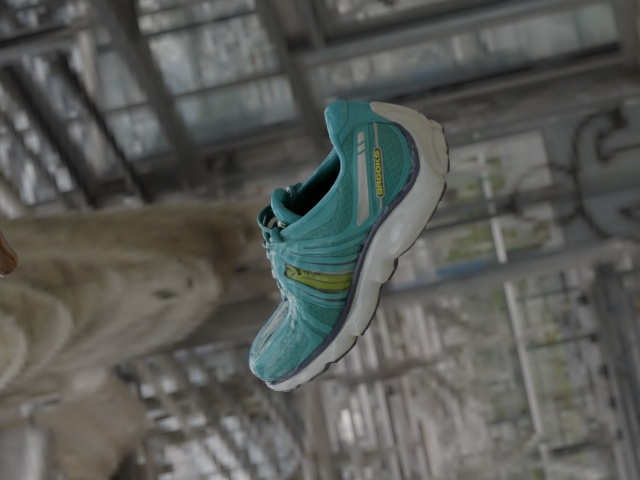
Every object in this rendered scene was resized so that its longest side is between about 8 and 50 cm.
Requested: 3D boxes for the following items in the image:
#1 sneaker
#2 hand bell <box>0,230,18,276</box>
[{"bbox_3d":[0.000,0.000,1.382,0.107,0.110,0.275,-96,28,-54],"label":"sneaker"},{"bbox_3d":[-0.273,-0.035,1.113,0.242,0.126,0.126,42,-148,-47],"label":"hand bell"}]
